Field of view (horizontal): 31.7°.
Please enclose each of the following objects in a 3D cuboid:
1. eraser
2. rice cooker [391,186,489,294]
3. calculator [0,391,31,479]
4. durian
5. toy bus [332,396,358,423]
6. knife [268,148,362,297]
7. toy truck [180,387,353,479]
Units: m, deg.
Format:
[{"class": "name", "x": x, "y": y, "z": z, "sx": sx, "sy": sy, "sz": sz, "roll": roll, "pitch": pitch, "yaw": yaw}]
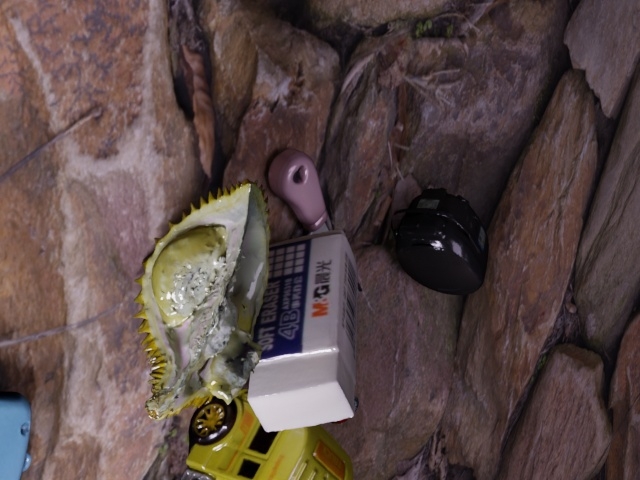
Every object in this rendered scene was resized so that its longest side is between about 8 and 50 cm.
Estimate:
[{"class": "eraser", "x": -0.019, "y": 0.112, "z": 1.485, "sx": 0.279, "sy": 0.124, "sz": 0.081, "roll": -87, "pitch": 160, "yaw": -47}, {"class": "rice cooker", "x": 0.197, "y": 0.005, "z": 1.827, "sx": 0.203, "sy": 0.142, "sz": 0.118, "roll": 58, "pitch": 44, "yaw": -45}, {"class": "calculator", "x": -0.414, "y": 0.229, "z": 1.168, "sx": 0.293, "sy": 0.051, "sz": 0.173, "roll": 15, "pitch": 88, "yaw": -54}, {"class": "durian", "x": -0.132, "y": 0.085, "z": 1.367, "sx": 0.172, "sy": 0.166, "sz": 0.306, "roll": 33, "pitch": 68, "yaw": -26}, {"class": "toy bus", "x": -0.008, "y": 0.191, "z": 1.669, "sx": 0.089, "sy": 0.081, "sz": 0.195, "roll": -27, "pitch": 123, "yaw": -34}, {"class": "knife", "x": -0.002, "y": 0.002, "z": 1.648, "sx": 0.081, "sy": 0.043, "sz": 0.336, "roll": -49, "pitch": 138, "yaw": -24}, {"class": "toy truck", "x": -0.115, "y": 0.401, "z": 1.460, "sx": 0.180, "sy": 0.254, "sz": 0.405, "roll": 53, "pitch": 57, "yaw": -42}]
